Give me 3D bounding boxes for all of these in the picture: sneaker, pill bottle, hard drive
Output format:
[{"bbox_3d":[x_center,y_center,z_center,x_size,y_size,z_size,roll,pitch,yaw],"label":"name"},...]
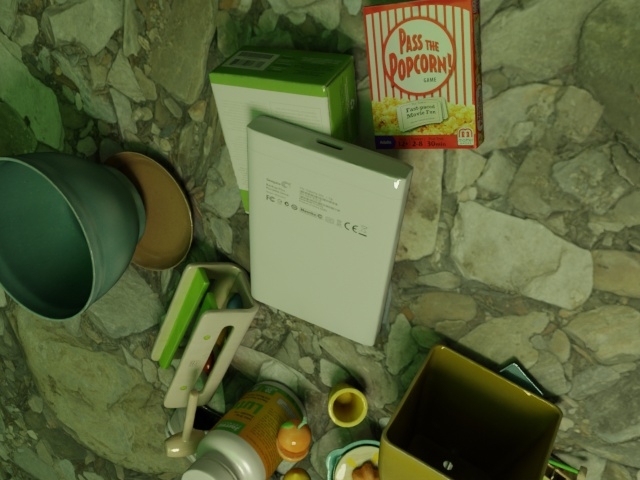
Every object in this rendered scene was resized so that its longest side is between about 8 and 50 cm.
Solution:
[{"bbox_3d":[-0.204,0.430,1.280,0.281,0.105,0.115,31,123,14],"label":"sneaker"},{"bbox_3d":[-0.137,0.378,1.132,0.136,0.246,0.136,12,117,24],"label":"pill bottle"},{"bbox_3d":[0.000,0.000,0.943,0.233,0.047,0.353,21,136,16],"label":"hard drive"}]

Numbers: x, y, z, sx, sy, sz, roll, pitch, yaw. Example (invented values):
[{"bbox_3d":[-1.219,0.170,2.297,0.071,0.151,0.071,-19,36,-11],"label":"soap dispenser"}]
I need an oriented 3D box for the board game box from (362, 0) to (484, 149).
[{"bbox_3d":[0.139,-0.221,0.833,0.147,0.045,0.193,3,113,28],"label":"board game box"}]

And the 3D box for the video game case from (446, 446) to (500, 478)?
[{"bbox_3d":[0.301,0.460,1.062,0.201,0.023,0.183,23,121,19],"label":"video game case"}]

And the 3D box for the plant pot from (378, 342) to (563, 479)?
[{"bbox_3d":[0.204,0.325,0.936,0.212,0.212,0.187,27,133,16],"label":"plant pot"}]

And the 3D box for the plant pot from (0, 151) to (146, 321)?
[{"bbox_3d":[-0.442,-0.030,1.111,0.293,0.196,0.293,11,116,24],"label":"plant pot"}]

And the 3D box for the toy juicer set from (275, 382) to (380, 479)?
[{"bbox_3d":[0.045,0.432,1.093,0.209,0.089,0.329,-29,98,-4],"label":"toy juicer set"}]

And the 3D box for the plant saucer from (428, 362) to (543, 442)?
[{"bbox_3d":[0.262,0.260,0.998,0.067,0.018,0.192,48,125,2],"label":"plant saucer"}]

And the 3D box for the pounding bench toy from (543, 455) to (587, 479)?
[{"bbox_3d":[0.362,0.360,0.965,0.065,0.052,0.083,37,124,10],"label":"pounding bench toy"}]

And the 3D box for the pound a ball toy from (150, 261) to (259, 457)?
[{"bbox_3d":[-0.205,0.224,1.149,0.319,0.136,0.208,-62,41,33],"label":"pound a ball toy"}]

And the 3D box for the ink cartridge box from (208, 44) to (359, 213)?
[{"bbox_3d":[-0.043,-0.149,0.942,0.189,0.097,0.255,13,135,23],"label":"ink cartridge box"}]

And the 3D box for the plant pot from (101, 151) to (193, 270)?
[{"bbox_3d":[-0.329,-0.056,1.177,0.236,0.032,0.236,12,117,24],"label":"plant pot"}]
